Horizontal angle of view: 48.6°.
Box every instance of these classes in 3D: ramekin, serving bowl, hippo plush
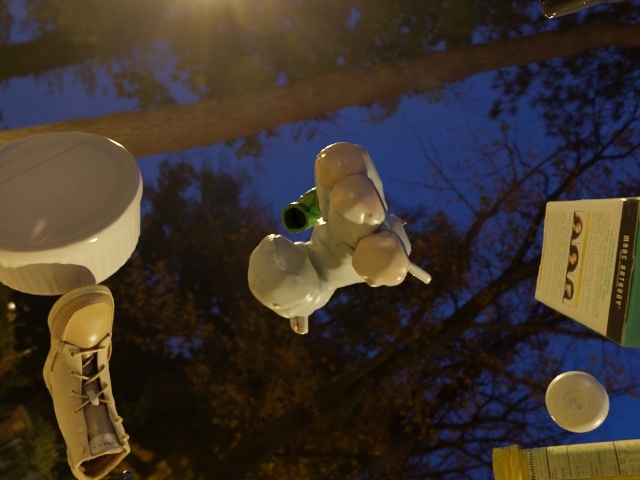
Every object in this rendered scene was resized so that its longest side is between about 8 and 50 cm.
[{"bbox_3d":[-0.398,-0.037,1.068,0.273,0.273,0.127,43,-32,33],"label":"ramekin"},{"bbox_3d":[0.353,0.222,0.976,0.083,0.083,0.027,50,9,24],"label":"serving bowl"},{"bbox_3d":[0.000,0.000,1.069,0.234,0.237,0.294,67,11,10],"label":"hippo plush"}]

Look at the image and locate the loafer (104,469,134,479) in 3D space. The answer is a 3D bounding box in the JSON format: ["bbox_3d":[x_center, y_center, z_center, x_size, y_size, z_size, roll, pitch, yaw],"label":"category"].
[{"bbox_3d":[-0.397,0.463,1.230,0.061,0.170,0.062,64,6,12],"label":"loafer"}]

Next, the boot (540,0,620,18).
[{"bbox_3d":[0.366,-0.361,1.004,0.198,0.137,0.076,-65,137,-72],"label":"boot"}]

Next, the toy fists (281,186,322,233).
[{"bbox_3d":[0.025,-0.101,1.716,0.279,0.142,0.096,-25,-92,51],"label":"toy fists"}]

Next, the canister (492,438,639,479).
[{"bbox_3d":[0.248,0.224,0.623,0.126,0.170,0.073,60,26,-46],"label":"canister"}]

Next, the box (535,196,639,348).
[{"bbox_3d":[0.238,0.018,0.576,0.244,0.060,0.100,-38,134,-85],"label":"box"}]

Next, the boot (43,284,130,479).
[{"bbox_3d":[-0.330,0.208,1.015,0.203,0.095,0.262,60,-43,32],"label":"boot"}]
